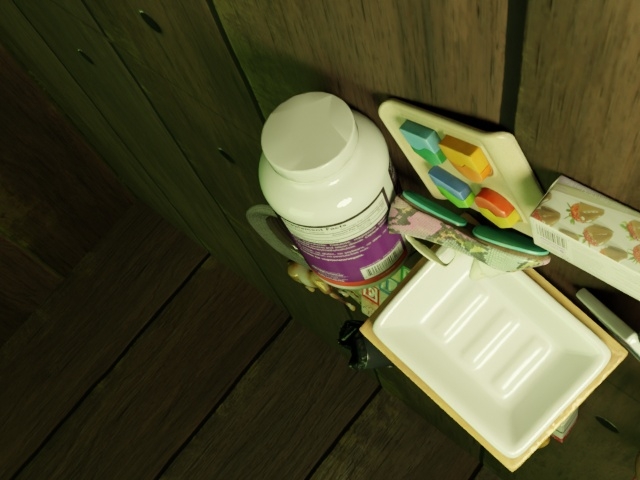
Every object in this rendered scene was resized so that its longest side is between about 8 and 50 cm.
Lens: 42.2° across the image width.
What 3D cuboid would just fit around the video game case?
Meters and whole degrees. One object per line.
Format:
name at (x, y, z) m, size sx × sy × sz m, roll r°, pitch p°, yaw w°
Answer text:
video game case at (0.398, 0.135, 1.038) m, size 0.143 × 0.019 × 0.157 m, roll 44°, pitch -171°, yaw -15°

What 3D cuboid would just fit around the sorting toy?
sorting toy at (0.176, -0.081, 1.008) m, size 0.208 × 0.038 × 0.193 m, roll 26°, pitch 162°, yaw 49°

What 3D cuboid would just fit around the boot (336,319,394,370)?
boot at (0.160, 0.209, 1.441) m, size 0.207 × 0.094 × 0.246 m, roll 0°, pitch -159°, yaw -24°

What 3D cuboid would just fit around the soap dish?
soap dish at (0.238, 0.139, 1.170) m, size 0.291 × 0.229 × 0.118 m, roll 42°, pitch -173°, yaw 11°

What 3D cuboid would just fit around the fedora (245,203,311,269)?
fedora at (0.009, -0.027, 1.522) m, size 0.275 × 0.124 × 0.244 m, roll 19°, pitch 158°, yaw 45°

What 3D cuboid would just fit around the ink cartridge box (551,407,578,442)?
ink cartridge box at (0.442, 0.323, 1.616) m, size 0.109 × 0.063 × 0.150 m, roll 35°, pitch 167°, yaw 27°

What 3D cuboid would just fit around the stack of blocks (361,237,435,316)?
stack of blocks at (0.203, 0.106, 1.348) m, size 0.297 × 0.087 × 0.171 m, roll 31°, pitch 142°, yaw 32°

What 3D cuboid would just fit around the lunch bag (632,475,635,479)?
lunch bag at (0.612, 0.397, 1.252) m, size 0.258 × 0.120 × 0.293 m, roll 44°, pitch 169°, yaw 6°

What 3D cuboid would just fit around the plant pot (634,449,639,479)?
plant pot at (0.525, 0.296, 1.022) m, size 0.237 × 0.237 × 0.110 m, roll 34°, pitch 126°, yaw 26°

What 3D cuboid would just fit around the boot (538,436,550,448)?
boot at (0.431, 0.395, 1.877) m, size 0.211 × 0.104 × 0.295 m, roll 34°, pitch 173°, yaw 5°

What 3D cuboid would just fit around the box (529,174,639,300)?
box at (0.359, 0.039, 0.816) m, size 0.324 × 0.063 × 0.067 m, roll 33°, pitch 168°, yaw 33°

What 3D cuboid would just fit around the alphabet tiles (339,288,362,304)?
alphabet tiles at (0.047, 0.101, 2.173) m, size 0.237 × 0.009 × 0.198 m, roll 42°, pitch 168°, yaw -5°

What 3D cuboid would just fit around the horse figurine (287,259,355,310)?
horse figurine at (-0.012, 0.098, 2.167) m, size 0.263 × 0.066 × 0.174 m, roll 24°, pitch 166°, yaw 47°

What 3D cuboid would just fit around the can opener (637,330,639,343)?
can opener at (0.478, 0.175, 0.918) m, size 0.280 × 0.074 × 0.093 m, roll 39°, pitch 167°, yaw 7°

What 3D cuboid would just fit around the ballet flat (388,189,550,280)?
ballet flat at (0.190, 0.005, 1.097) m, size 0.221 × 0.079 × 0.077 m, roll 23°, pitch -160°, yaw 18°

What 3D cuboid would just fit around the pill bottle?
pill bottle at (0.023, -0.067, 1.185) m, size 0.181 × 0.181 × 0.323 m, roll 34°, pitch 166°, yaw 29°
